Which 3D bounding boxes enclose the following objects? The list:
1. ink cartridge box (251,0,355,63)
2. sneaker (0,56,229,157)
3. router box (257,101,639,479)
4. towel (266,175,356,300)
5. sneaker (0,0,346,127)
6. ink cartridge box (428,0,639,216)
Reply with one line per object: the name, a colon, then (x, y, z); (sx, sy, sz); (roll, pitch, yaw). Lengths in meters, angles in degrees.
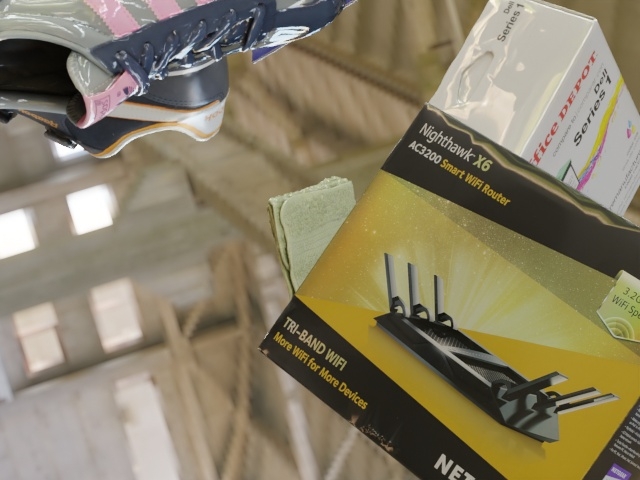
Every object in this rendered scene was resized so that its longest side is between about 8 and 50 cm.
ink cartridge box: (-0.025, -0.366, 1.938); (0.069, 0.175, 0.371); (43, 28, -36)
sneaker: (-0.239, -0.145, 1.582); (0.126, 0.321, 0.127); (-68, 158, -48)
router box: (0.132, 0.068, 1.312); (0.309, 0.243, 0.081); (34, 0, 39)
towel: (0.000, 0.000, 1.658); (0.027, 0.148, 0.110); (-9, -84, 30)
sneaker: (-0.126, -0.132, 1.174); (0.112, 0.319, 0.131); (101, -22, -55)
ink cartridge box: (0.215, -0.086, 1.730); (0.117, 0.201, 0.278); (22, -14, 31)
